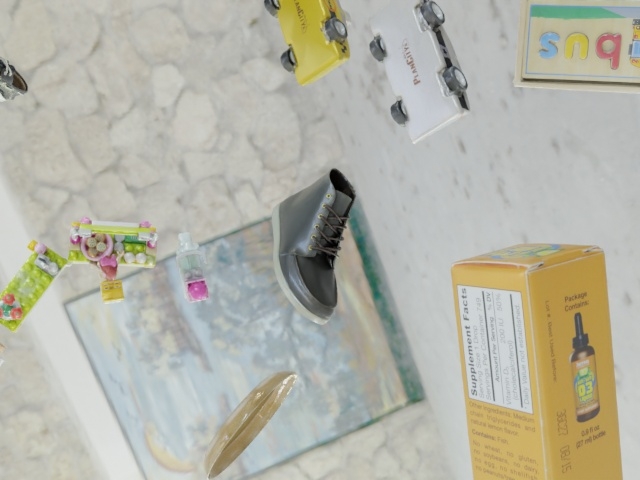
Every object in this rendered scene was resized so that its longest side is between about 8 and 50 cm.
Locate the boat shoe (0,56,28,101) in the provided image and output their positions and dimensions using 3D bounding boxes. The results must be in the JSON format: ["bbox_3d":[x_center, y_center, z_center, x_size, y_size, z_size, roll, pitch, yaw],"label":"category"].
[{"bbox_3d":[-0.393,-0.206,1.041,0.125,0.038,0.046,98,157,-76],"label":"boat shoe"}]

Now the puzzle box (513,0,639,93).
[{"bbox_3d":[0.494,-0.346,1.222,0.052,0.409,0.272,-49,-38,-63],"label":"puzzle box"}]

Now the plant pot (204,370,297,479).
[{"bbox_3d":[-0.127,0.313,1.475,0.032,0.236,0.236,38,165,13],"label":"plant pot"}]

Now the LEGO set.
[{"bbox_3d":[-0.260,0.042,0.879,0.107,0.287,0.132,153,97,-73],"label":"LEGO set"}]

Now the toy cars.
[{"bbox_3d":[0.066,-0.266,1.145,0.394,0.087,0.176,34,109,35],"label":"toy cars"}]

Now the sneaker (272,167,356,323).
[{"bbox_3d":[0.000,0.000,1.159,0.083,0.118,0.222,26,-144,-39],"label":"sneaker"}]

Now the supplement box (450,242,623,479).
[{"bbox_3d":[0.152,0.121,0.583,0.080,0.078,0.233,7,105,55],"label":"supplement box"}]
